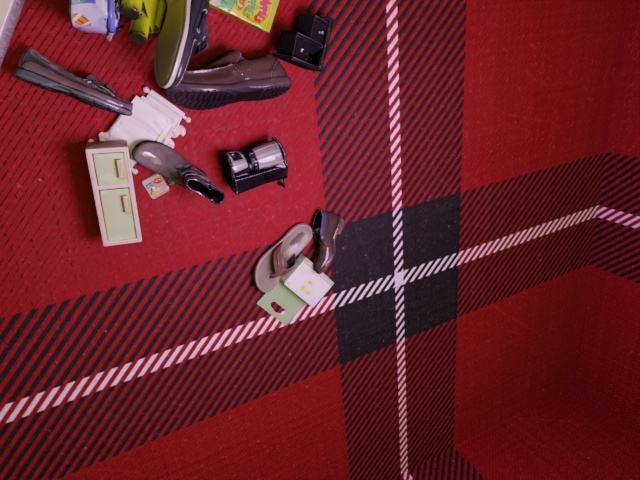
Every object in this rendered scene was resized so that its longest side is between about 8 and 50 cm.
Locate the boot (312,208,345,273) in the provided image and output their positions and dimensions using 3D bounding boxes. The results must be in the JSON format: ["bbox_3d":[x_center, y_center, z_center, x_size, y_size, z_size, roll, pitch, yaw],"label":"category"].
[{"bbox_3d":[0.000,0.000,1.637,0.106,0.082,0.219,28,76,-36],"label":"boot"}]

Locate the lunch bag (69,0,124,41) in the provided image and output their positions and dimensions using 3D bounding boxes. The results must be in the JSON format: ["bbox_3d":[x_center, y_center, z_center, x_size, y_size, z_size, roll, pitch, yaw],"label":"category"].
[{"bbox_3d":[-0.495,-0.606,1.051,0.115,0.243,0.303,0,109,-23],"label":"lunch bag"}]

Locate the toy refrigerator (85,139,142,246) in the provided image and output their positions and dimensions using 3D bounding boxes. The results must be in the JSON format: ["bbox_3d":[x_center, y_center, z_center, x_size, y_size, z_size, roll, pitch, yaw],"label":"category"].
[{"bbox_3d":[-0.554,-0.125,1.280,0.102,0.094,0.269,-8,115,-20],"label":"toy refrigerator"}]

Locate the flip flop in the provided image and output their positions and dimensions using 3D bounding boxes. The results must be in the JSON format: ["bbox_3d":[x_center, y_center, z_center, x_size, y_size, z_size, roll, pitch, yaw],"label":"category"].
[{"bbox_3d":[-0.120,0.060,1.606,0.277,0.080,0.112,-48,124,-5],"label":"flip flop"}]

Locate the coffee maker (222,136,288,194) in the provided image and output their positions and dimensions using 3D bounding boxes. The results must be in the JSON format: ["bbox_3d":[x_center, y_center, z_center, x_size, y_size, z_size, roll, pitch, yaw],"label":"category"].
[{"bbox_3d":[-0.195,-0.207,1.441,0.178,0.120,0.171,-22,118,-19],"label":"coffee maker"}]

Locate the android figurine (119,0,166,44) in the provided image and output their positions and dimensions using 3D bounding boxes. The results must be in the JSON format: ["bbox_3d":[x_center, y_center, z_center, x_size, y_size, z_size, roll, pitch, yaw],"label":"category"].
[{"bbox_3d":[-0.410,-0.612,1.111,0.056,0.248,0.272,7,72,-7],"label":"android figurine"}]

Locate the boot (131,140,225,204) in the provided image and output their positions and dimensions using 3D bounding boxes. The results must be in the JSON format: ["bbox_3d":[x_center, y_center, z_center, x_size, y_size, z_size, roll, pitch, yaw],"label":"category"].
[{"bbox_3d":[-0.383,-0.188,1.308,0.247,0.161,0.083,26,97,-40],"label":"boot"}]

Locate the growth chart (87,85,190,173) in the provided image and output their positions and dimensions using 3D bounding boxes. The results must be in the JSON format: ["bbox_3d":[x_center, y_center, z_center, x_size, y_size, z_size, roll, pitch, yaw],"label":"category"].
[{"bbox_3d":[-0.488,-0.298,1.307,0.237,0.021,0.172,-48,124,-4],"label":"growth chart"}]

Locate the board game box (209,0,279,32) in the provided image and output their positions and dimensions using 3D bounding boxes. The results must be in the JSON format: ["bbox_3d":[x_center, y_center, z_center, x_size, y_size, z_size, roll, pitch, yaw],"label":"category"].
[{"bbox_3d":[-0.213,-0.656,1.305,0.182,0.043,0.092,13,102,-31],"label":"board game box"}]

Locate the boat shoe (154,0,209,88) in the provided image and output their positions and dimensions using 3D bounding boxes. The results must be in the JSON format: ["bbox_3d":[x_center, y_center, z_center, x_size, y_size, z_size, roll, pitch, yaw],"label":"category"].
[{"bbox_3d":[-0.329,-0.528,1.191,0.113,0.127,0.339,16,72,-49],"label":"boat shoe"}]

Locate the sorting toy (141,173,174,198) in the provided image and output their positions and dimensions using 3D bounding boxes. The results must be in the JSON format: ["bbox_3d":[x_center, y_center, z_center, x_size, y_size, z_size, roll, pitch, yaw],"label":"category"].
[{"bbox_3d":[-0.465,-0.165,1.375,0.083,0.012,0.062,-33,120,-13],"label":"sorting toy"}]

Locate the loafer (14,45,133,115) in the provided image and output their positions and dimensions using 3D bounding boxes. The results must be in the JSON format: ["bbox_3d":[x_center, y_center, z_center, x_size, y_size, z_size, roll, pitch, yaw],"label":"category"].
[{"bbox_3d":[-0.596,-0.391,1.174,0.268,0.096,0.084,16,90,-28],"label":"loafer"}]

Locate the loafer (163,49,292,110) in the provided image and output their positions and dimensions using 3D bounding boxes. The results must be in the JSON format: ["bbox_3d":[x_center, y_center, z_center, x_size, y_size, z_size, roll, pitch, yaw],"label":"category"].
[{"bbox_3d":[-0.262,-0.455,1.324,0.366,0.134,0.130,-16,89,-32],"label":"loafer"}]

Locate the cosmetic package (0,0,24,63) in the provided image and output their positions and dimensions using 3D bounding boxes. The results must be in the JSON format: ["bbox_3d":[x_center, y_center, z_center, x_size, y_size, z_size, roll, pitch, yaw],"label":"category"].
[{"bbox_3d":[-0.739,-0.492,1.022,0.129,0.153,0.296,21,97,-31],"label":"cosmetic package"}]

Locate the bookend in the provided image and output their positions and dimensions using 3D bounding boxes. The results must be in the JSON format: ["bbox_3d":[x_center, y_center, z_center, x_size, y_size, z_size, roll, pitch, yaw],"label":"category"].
[{"bbox_3d":[-0.047,-0.585,1.366,0.156,0.072,0.157,-7,115,-58],"label":"bookend"}]

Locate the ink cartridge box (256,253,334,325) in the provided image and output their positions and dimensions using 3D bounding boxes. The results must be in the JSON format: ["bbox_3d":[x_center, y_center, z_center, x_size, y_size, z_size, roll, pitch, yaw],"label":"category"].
[{"bbox_3d":[-0.086,0.187,1.691,0.235,0.056,0.171,-50,124,-6],"label":"ink cartridge box"}]
